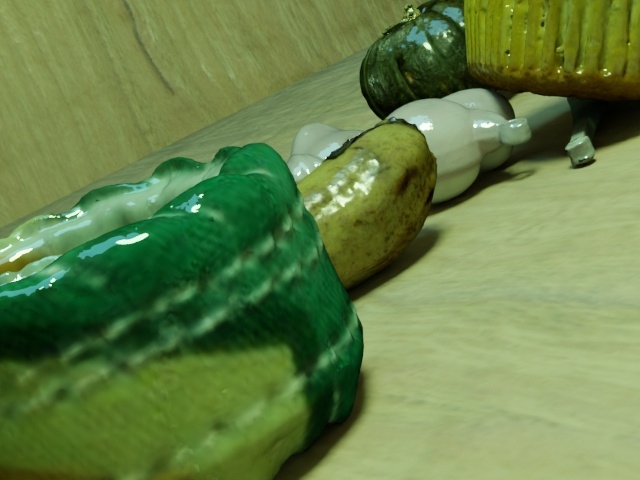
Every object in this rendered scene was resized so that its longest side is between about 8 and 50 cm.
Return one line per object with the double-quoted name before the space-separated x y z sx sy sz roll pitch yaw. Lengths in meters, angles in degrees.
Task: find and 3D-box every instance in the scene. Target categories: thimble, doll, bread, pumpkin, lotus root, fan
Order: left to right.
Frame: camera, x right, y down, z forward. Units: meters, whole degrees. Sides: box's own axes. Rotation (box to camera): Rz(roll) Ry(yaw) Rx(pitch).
"thimble" -0.125 0.062 0.657 0.288 0.167 0.254 -14 15 35
"lotus root" 0.000 0.000 0.855 0.258 0.097 0.110 -38 -19 -21
"doll" 0.067 -0.087 1.093 0.160 0.094 0.365 -20 10 -34
"pumpkin" 0.151 -0.231 1.391 0.224 0.157 0.223 -34 10 7
"fan" 0.249 -0.115 1.046 0.057 0.023 0.282 -12 15 22
"bread" 0.256 -0.203 1.023 0.227 0.142 0.253 -1 17 -17
